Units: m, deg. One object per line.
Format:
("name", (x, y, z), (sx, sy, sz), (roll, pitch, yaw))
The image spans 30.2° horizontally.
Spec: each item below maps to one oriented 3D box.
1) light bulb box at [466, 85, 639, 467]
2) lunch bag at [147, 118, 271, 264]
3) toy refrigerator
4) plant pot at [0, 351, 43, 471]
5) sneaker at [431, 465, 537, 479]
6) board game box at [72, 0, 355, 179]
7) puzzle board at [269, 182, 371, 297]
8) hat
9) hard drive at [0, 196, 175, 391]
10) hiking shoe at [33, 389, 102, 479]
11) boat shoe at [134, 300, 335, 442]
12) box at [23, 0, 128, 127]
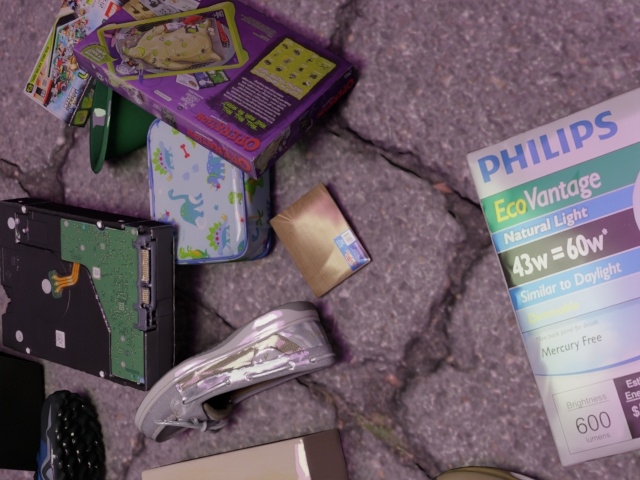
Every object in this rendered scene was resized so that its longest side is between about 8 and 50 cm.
("light bulb box", (0.400, 0.016, 1.287), (0.358, 0.225, 0.361), (-21, 80, 27))
("lunch bag", (-0.159, -0.076, 1.674), (0.176, 0.090, 0.219), (-5, 88, 28))
("toy refrigerator", (-0.104, 0.333, 1.630), (0.269, 0.102, 0.094), (-16, 82, 27))
("plant pot", (-0.538, 0.248, 1.838), (0.187, 0.188, 0.167), (13, 82, 29))
("sneaker", (0.270, 0.415, 1.375), (0.410, 0.182, 0.158), (38, 107, 25))
("board game box", (-0.149, -0.239, 1.631), (0.347, 0.056, 0.208), (33, 61, 26))
("puzzle board", (0.000, 0.000, 1.622), (0.096, 0.011, 0.128), (-36, 81, 20))
("hat", (-0.236, -0.179, 1.758), (0.208, 0.183, 0.173), (157, 116, -69))
("hard drive", (-0.348, 0.071, 1.745), (0.339, 0.064, 0.237), (9, 104, 40))
("hiking shoe", (-0.406, 0.379, 1.789), (0.132, 0.113, 0.304), (-5, 86, 28))
("boat shoe", (-0.123, 0.200, 1.638), (0.320, 0.118, 0.103), (-33, 70, 17))
("box", (-0.370, -0.291, 1.826), (0.114, 0.036, 0.207), (34, 105, 25))
